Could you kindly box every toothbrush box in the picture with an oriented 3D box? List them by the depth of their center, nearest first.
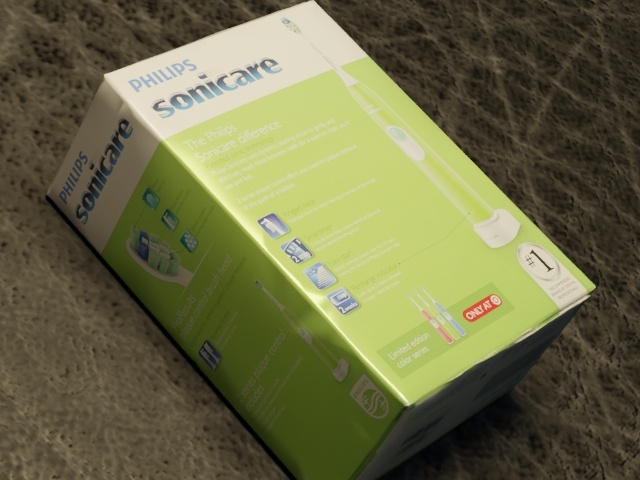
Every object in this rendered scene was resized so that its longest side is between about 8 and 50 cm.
[{"bbox_3d":[0.000,0.000,1.199,0.283,0.122,0.206,47,43,14],"label":"toothbrush box"}]
